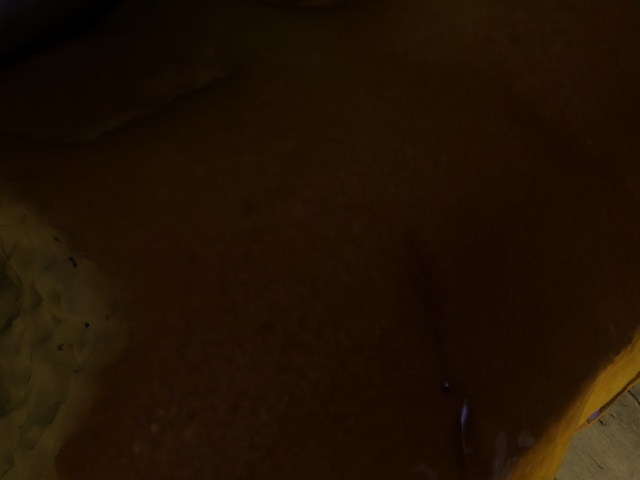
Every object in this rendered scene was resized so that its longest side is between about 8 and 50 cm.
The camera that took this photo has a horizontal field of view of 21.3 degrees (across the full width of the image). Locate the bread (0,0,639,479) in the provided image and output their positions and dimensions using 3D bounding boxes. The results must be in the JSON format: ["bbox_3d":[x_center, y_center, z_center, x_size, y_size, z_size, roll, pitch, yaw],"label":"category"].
[{"bbox_3d":[0.005,0.001,0.499,0.344,0.195,0.149,-43,-174,-35],"label":"bread"}]
